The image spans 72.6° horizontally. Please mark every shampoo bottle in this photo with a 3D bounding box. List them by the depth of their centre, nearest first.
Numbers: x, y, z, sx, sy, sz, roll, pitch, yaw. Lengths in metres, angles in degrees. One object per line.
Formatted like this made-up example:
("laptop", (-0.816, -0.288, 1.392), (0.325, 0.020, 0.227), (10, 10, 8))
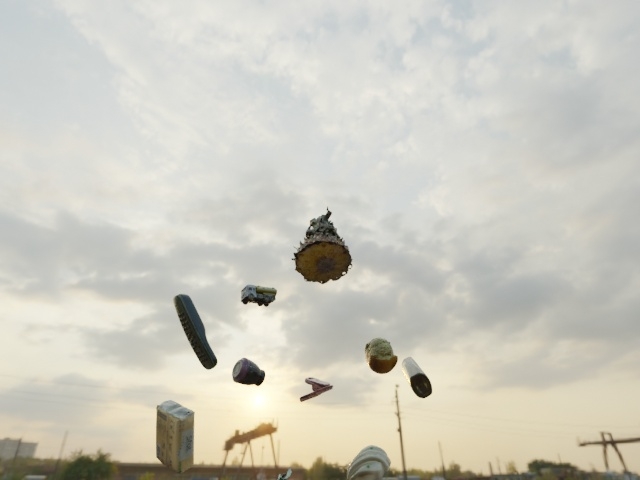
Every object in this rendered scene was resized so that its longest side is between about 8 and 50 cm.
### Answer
("shampoo bottle", (0.422, 0.604, 1.967), (0.084, 0.126, 0.350), (-25, -2, 1))

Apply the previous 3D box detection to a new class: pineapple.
("pineapple", (0.000, 0.000, 1.844), (0.262, 0.272, 0.263), (-3, -47, -3))

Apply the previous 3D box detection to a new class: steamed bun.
("steamed bun", (0.156, 0.786, 1.504), (0.106, 0.183, 0.183), (41, -28, 13))

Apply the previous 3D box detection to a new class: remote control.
("remote control", (-0.342, 0.247, 1.188), (0.042, 0.222, 0.072), (-22, -6, -41))

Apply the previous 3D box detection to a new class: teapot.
("teapot", (-0.333, 0.618, 2.005), (0.146, 0.116, 0.148), (33, -51, -27))

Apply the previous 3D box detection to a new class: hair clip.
("hair clip", (-0.012, 0.677, 1.946), (0.138, 0.102, 0.123), (4, -2, 33))

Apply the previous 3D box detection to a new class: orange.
("orange", (0.259, 0.486, 1.850), (0.134, 0.157, 0.156), (1, -28, -22))

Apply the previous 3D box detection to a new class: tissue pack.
("tissue pack", (-0.562, 0.749, 1.681), (0.186, 0.222, 0.090), (2, 0, 40))

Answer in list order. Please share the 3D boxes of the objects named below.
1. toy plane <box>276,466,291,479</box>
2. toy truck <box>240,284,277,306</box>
("toy plane", (-0.213, 1.140, 1.993), (0.235, 0.060, 0.096), (-45, 0, 7))
("toy truck", (-0.202, 0.179, 1.441), (0.123, 0.063, 0.052), (13, -38, -34))
